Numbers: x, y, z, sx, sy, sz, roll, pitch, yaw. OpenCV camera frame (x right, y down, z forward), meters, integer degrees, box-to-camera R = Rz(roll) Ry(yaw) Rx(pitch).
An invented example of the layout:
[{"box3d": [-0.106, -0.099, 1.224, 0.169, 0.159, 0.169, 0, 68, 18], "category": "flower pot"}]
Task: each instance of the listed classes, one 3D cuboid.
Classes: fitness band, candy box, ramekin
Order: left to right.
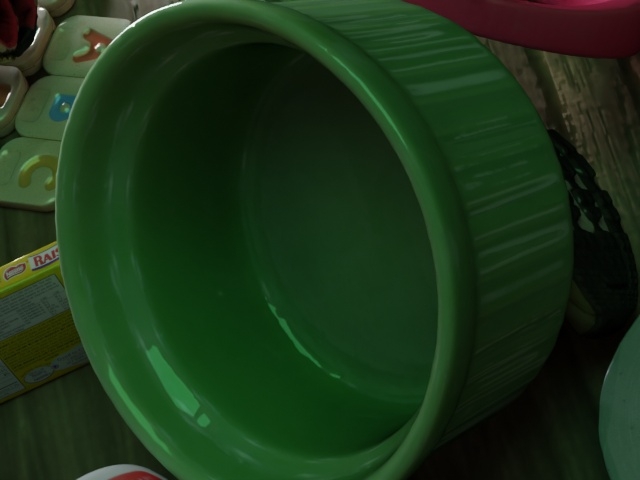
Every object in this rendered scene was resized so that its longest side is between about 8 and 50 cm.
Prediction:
[{"box3d": [-0.181, 0.050, 1.306, 0.206, 0.105, 0.027, -25, 49, 2], "category": "candy box"}, {"box3d": [0.000, 0.000, 1.155, 0.303, 0.303, 0.148, 31, 31, 32], "category": "ramekin"}, {"box3d": [0.082, -0.186, 1.319, 0.291, 0.209, 0.054, 24, 108, 26], "category": "fitness band"}]

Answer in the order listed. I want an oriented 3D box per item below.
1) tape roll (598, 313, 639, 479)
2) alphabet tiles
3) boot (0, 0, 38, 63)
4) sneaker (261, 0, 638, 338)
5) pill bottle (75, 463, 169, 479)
[{"box3d": [0.272, 0.111, 1.131, 0.219, 0.072, 0.219, -9, 57, 14], "category": "tape roll"}, {"box3d": [-0.287, -0.109, 1.497, 0.278, 0.021, 0.284, 8, 61, 23], "category": "alphabet tiles"}, {"box3d": [-0.361, -0.127, 1.443, 0.284, 0.138, 0.377, -14, 47, 18], "category": "boot"}, {"box3d": [0.033, -0.037, 1.300, 0.410, 0.158, 0.182, 41, 109, 32], "category": "sneaker"}, {"box3d": [-0.038, 0.253, 1.090, 0.283, 0.161, 0.161, 26, 70, 31], "category": "pill bottle"}]
